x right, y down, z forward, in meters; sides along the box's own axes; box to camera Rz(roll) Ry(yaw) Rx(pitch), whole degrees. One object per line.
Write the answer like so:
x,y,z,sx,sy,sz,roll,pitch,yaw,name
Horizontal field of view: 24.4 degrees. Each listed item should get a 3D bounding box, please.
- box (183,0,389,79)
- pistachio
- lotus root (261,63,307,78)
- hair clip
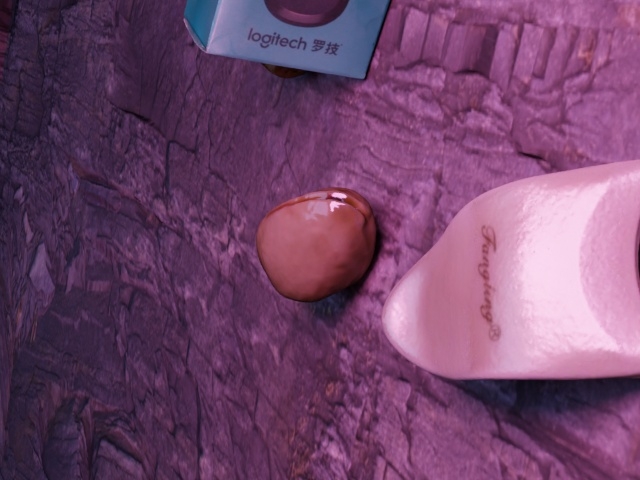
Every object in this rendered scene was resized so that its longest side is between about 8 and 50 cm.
-0.011,-0.346,1.618,0.118,0.205,0.311,56,134,54,box
0.000,0.000,1.606,0.185,0.126,0.108,-39,18,52,pistachio
-0.060,-0.305,1.857,0.110,0.097,0.258,115,144,-50,lotus root
0.163,0.042,1.227,0.282,0.113,0.172,152,121,-61,hair clip
